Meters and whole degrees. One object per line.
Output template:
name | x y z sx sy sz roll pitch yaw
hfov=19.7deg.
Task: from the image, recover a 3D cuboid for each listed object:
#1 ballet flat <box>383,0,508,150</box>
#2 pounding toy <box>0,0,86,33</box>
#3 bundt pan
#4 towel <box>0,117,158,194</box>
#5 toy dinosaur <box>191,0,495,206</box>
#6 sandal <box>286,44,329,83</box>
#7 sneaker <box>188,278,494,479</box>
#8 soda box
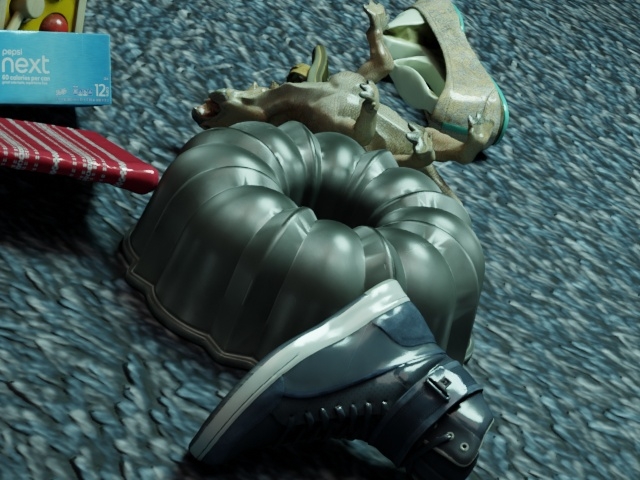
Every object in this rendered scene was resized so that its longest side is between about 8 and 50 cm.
ballet flat | 0.125 -0.209 2.142 0.106 0.108 0.316 3 28 -17
pounding toy | -0.305 -0.230 1.857 0.141 0.130 0.100 -8 25 -45
bundt pan | 0.000 0.000 1.610 0.330 0.124 0.331 17 26 -8
towel | -0.293 -0.084 1.604 0.274 0.031 0.199 8 9 -24
toy dinosaur | 0.040 -0.089 1.812 0.295 0.200 0.127 44 43 1
sandal | -0.016 -0.159 1.993 0.049 0.072 0.180 0 29 6
sneaker | 0.027 0.144 1.386 0.226 0.086 0.163 -32 76 -31
soda box | -0.303 -0.163 1.745 0.210 0.071 0.067 -2 3 -40
